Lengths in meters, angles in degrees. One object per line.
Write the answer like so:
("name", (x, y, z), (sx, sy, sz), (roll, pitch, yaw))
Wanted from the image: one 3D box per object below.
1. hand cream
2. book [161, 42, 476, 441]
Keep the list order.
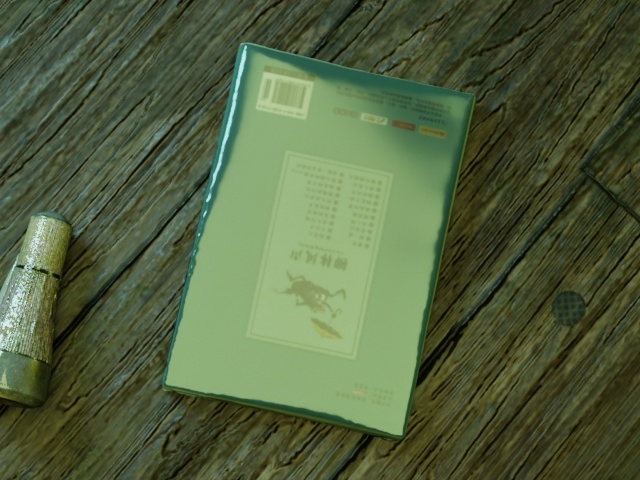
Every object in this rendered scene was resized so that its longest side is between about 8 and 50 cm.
("hand cream", (-0.299, 0.067, 1.678), (0.084, 0.084, 0.203), (13, 77, -1))
("book", (0.000, 0.000, 1.720), (0.264, 0.031, 0.379), (13, 83, 0))
